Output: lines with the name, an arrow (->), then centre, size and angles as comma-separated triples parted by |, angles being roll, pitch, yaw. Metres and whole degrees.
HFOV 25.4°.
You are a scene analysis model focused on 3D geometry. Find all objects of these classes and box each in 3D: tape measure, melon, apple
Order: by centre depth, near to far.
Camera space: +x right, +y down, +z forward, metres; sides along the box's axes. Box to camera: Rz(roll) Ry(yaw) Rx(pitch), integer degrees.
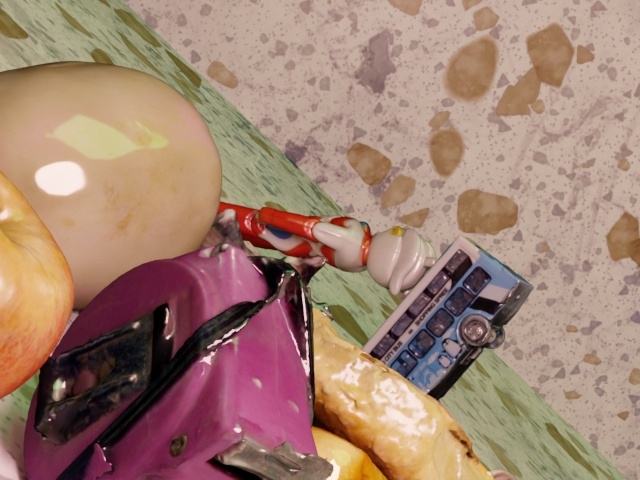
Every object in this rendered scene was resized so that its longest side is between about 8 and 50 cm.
apple -> -0.280, 0.022, 0.994 | 0.209, 0.164, 0.209 | 50, 8, -10
tape measure -> -0.108, 0.120, 1.057 | 0.149, 0.245, 0.232 | 36, 29, -36
melon -> -0.225, -0.047, 1.270 | 0.223, 0.223, 0.317 | 48, 35, 21

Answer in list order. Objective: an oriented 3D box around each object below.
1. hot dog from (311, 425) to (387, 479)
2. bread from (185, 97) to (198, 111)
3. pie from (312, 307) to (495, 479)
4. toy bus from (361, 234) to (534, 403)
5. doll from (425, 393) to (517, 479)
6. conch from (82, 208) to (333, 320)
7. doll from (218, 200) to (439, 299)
hot dog -> 0.002, 0.268, 1.159 | 0.150, 0.153, 0.257 | 15, -29, 42
bread -> -0.259, -0.113, 1.533 | 0.239, 0.111, 0.246 | 7, 7, 2
pie -> 0.028, 0.161, 1.272 | 0.339, 0.083, 0.339 | 41, -12, 11
toy bus -> 0.153, 0.141, 1.945 | 0.131, 0.297, 0.106 | 44, 9, 21
doll -> 0.146, 0.298, 1.445 | 0.268, 0.284, 0.216 | 19, -51, 56
conch -> -0.133, 0.052, 1.511 | 0.313, 0.186, 0.240 | 12, 2, -41
doll -> 0.000, 0.000, 2.059 | 0.384, 0.099, 0.188 | 16, -6, 26
